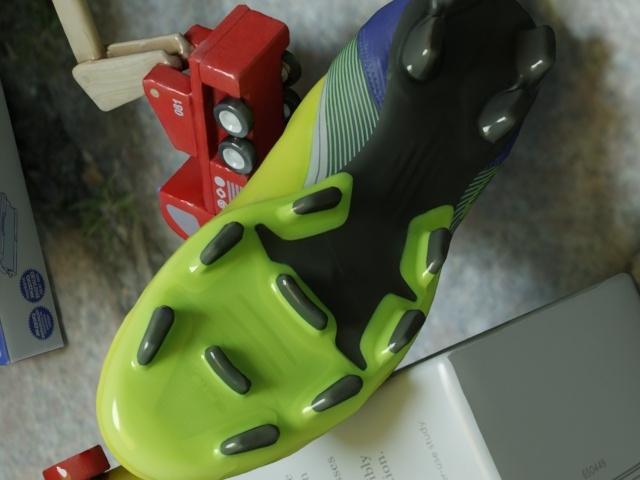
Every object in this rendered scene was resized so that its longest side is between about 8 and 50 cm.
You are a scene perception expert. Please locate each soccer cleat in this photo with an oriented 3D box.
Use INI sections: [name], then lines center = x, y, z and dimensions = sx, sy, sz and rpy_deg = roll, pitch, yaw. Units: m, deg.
[soccer cleat]
center = 0.001, 0.001, 0.756
dimensions = 0.093, 0.289, 0.121
rpy_deg = 42, 144, -7

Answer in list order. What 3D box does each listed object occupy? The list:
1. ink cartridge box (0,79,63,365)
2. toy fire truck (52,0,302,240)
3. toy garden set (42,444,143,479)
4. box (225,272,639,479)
[ink cartridge box]
center = -0.215, -0.031, 1.036
dimensions = 0.097, 0.046, 0.207
rpy_deg = -9, 95, 38
[toy fire truck]
center = -0.076, -0.078, 0.867
dimensions = 0.135, 0.047, 0.192
rpy_deg = 25, 144, 22
[toy garden set]
center = -0.113, 0.211, 0.807
dimensions = 0.244, 0.049, 0.204
rpy_deg = -28, 85, 37
[box]
center = 0.014, 0.186, 0.843
dimensions = 0.345, 0.168, 0.215
rpy_deg = -27, 84, 36
